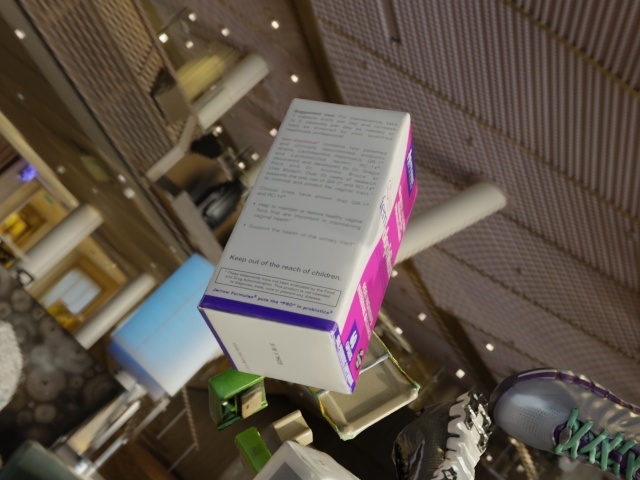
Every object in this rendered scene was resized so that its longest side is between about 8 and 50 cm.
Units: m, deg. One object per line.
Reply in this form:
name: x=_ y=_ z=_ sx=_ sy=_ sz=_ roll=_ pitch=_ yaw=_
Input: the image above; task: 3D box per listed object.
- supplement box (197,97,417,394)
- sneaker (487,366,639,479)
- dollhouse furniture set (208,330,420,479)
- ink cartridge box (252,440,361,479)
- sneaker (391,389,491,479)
supplement box: x=0.000 y=0.000 z=0.678 sx=0.114 sy=0.220 sz=0.111 roll=9 pitch=-32 yaw=17
sneaker: x=0.272 y=0.186 z=0.762 sx=0.224 sy=0.083 sz=0.098 roll=16 pitch=14 yaw=-13
dollhouse furniture set: x=-0.014 y=0.275 z=1.362 sx=0.197 sy=0.302 sz=0.151 roll=55 pitch=-21 yaw=26
ink cartridge box: x=-0.047 y=0.471 z=1.218 sx=0.091 sy=0.308 sz=0.385 roll=38 pitch=-3 yaw=30
sneaker: x=0.125 y=0.270 z=0.932 sx=0.106 sy=0.234 sz=0.078 roll=-16 pitch=-66 yaw=33
